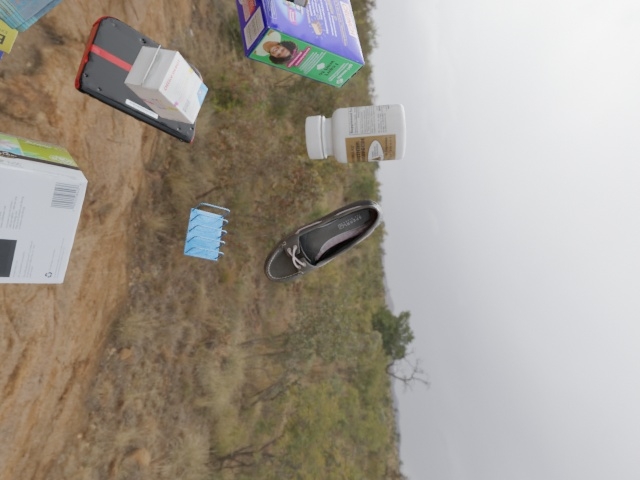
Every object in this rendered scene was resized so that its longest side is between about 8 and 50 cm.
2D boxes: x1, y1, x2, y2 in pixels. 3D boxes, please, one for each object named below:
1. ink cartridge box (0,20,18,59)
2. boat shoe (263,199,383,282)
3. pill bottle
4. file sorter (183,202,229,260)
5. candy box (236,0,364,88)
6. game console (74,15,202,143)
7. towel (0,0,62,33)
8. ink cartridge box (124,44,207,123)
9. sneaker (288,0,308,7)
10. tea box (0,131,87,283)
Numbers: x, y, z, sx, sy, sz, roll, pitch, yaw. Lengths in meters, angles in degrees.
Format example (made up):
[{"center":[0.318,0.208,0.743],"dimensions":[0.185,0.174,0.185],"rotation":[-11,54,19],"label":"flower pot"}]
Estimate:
[{"center":[-0.843,-0.555,0.901],"dimensions":[0.304,0.307,0.072],"rotation":[13,35,-50],"label":"ink cartridge box"},{"center":[0.000,0.000,1.000],"dimensions":[0.112,0.335,0.095],"rotation":[59,3,-3],"label":"boat shoe"},{"center":[0.084,-0.254,0.988],"dimensions":[0.131,0.230,0.131],"rotation":[-2,90,-83],"label":"pill bottle"},{"center":[-0.391,-0.030,1.422],"dimensions":[0.104,0.118,0.170],"rotation":[-22,-120,54],"label":"file sorter"},{"center":[-0.054,-0.582,1.079],"dimensions":[0.317,0.122,0.268],"rotation":[0,73,-39],"label":"candy box"},{"center":[-0.593,-0.544,1.398],"dimensions":[0.387,0.060,0.341],"rotation":[22,59,-39],"label":"game console"},{"center":[-0.619,-0.608,0.742],"dimensions":[0.040,0.271,0.370],"rotation":[58,4,35],"label":"towel"},{"center":[-0.319,-0.324,0.847],"dimensions":[0.143,0.090,0.092],"rotation":[50,58,-69],"label":"ink cartridge box"},{"center":[-0.071,-0.585,0.771],"dimensions":[0.282,0.153,0.099],"rotation":[124,-25,-66],"label":"sneaker"},{"center":[-0.845,-0.096,1.156],"dimensions":[0.220,0.323,0.328],"rotation":[7,113,-46],"label":"tea box"}]
